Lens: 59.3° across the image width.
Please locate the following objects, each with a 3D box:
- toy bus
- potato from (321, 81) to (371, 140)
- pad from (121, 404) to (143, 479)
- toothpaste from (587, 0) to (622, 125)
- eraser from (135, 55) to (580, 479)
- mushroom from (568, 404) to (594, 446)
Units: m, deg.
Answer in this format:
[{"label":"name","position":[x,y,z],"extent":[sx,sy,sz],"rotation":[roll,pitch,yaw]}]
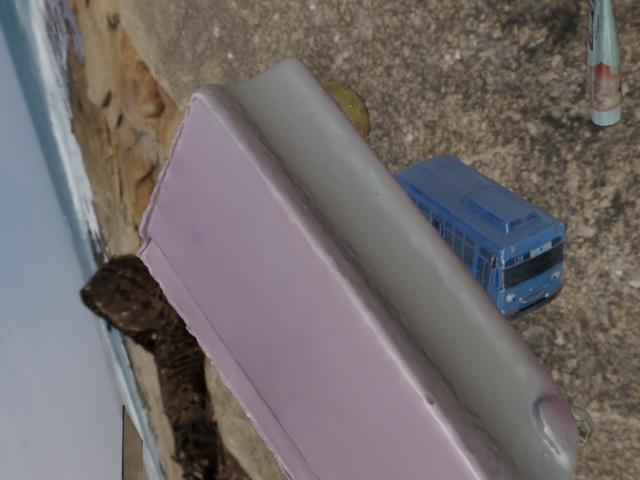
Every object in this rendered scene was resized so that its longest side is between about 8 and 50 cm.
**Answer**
[{"label":"toy bus","position":[0.197,-0.012,0.733],"extent":[0.234,0.116,0.133],"rotation":[45,149,47]},{"label":"potato","position":[0.031,-0.295,1.348],"extent":[0.164,0.081,0.200],"rotation":[-44,64,32]},{"label":"pad","position":[-0.287,0.385,0.867],"extent":[0.300,0.005,0.202],"rotation":[111,154,-59]},{"label":"toothpaste","position":[0.313,-0.213,0.622],"extent":[0.205,0.036,0.056],"rotation":[56,-151,-45]},{"label":"eraser","position":[0.003,0.076,0.476],"extent":[0.359,0.122,0.272],"rotation":[52,141,9]},{"label":"mushroom","position":[0.448,0.340,1.000],"extent":[0.079,0.085,0.085],"rotation":[-94,-6,-72]}]
